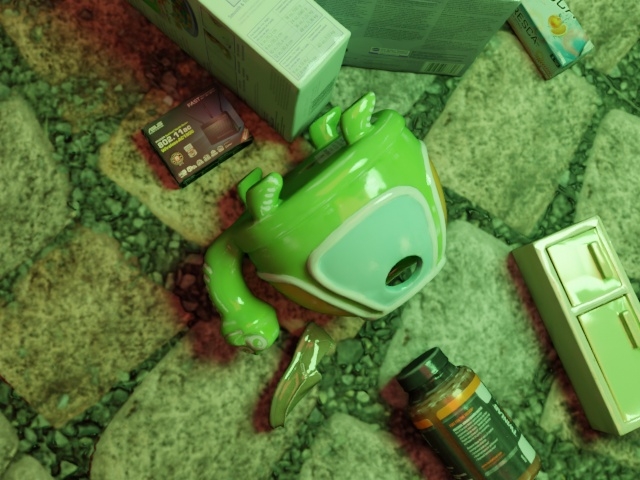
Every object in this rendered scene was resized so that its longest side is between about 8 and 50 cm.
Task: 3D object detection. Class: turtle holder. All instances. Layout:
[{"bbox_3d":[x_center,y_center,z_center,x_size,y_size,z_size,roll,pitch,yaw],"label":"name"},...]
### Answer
[{"bbox_3d":[0.013,-0.006,0.900,0.320,0.243,0.227,-45,104,-26],"label":"turtle holder"}]

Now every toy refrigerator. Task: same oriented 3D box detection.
[{"bbox_3d":[0.369,0.112,0.991,0.102,0.094,0.269,-22,84,-7],"label":"toy refrigerator"}]

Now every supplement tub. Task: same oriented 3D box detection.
[{"bbox_3d":[0.184,0.235,0.952,0.106,0.106,0.198,-37,88,-9],"label":"supplement tub"}]

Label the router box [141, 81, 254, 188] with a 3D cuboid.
[{"bbox_3d":[-0.165,-0.142,1.004,0.122,0.038,0.092,-35,86,-9],"label":"router box"}]

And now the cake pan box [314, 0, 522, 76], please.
[{"bbox_3d":[0.101,-0.292,0.945,0.267,0.246,0.070,5,82,-4],"label":"cake pan box"}]

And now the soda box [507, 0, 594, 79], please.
[{"bbox_3d":[0.309,-0.327,1.060,0.058,0.063,0.183,-32,86,-9],"label":"soda box"}]

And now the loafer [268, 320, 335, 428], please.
[{"bbox_3d":[-0.025,0.179,0.965,0.050,0.056,0.148,23,81,4],"label":"loafer"}]

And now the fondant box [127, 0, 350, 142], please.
[{"bbox_3d":[-0.126,-0.289,0.926,0.330,0.238,0.096,40,81,1],"label":"fondant box"}]
